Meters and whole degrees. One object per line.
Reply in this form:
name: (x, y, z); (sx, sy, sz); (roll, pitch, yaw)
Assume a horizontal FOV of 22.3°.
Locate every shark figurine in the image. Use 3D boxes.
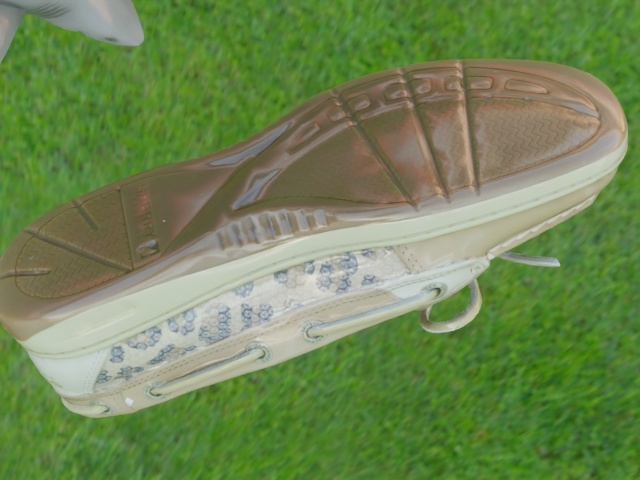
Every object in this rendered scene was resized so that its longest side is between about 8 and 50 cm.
shark figurine: (-0.210, -0.155, 0.975); (0.278, 0.116, 0.166); (-40, 105, -49)

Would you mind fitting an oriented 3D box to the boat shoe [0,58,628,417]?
boat shoe: (0.000, 0.000, 0.724); (0.285, 0.089, 0.105); (-16, 40, 9)
